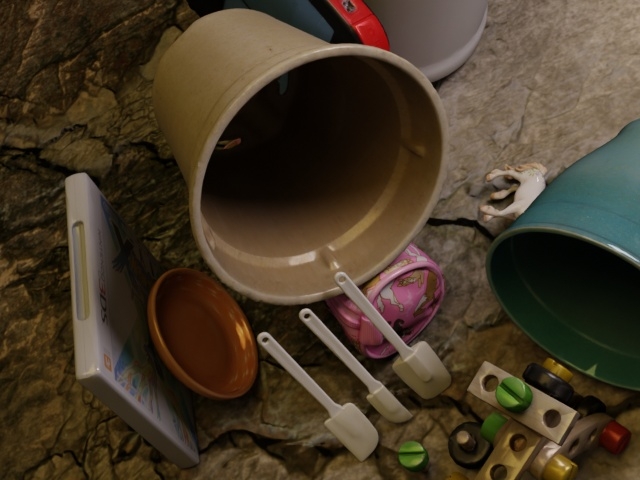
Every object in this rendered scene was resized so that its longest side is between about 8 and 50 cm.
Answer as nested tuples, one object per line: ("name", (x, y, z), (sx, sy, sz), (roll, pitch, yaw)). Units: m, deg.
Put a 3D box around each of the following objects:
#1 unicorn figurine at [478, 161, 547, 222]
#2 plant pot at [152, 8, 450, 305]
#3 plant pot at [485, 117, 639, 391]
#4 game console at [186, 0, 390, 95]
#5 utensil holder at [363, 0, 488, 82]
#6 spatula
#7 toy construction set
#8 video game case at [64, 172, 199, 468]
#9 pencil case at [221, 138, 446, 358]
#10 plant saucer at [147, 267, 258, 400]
("unicorn figurine", (0.277, -0.048, 1.463), (0.111, 0.060, 0.162), (-2, 62, 24))
("plant pot", (-0.058, -0.140, 1.352), (0.334, 0.334, 0.305), (-40, 41, -1))
("plant pot", (0.378, -0.005, 1.282), (0.272, 0.271, 0.255), (22, 60, 33))
("game console", (-0.069, -0.318, 1.538), (0.060, 0.342, 0.386), (-35, 81, -26))
("utensil holder", (0.106, -0.451, 1.508), (0.328, 0.385, 0.327), (2, 63, -3))
("spatula", (0.045, 0.155, 1.359), (0.168, 0.242, 0.019), (-39, 25, 3))
("toy construction set", (0.237, 0.276, 1.190), (0.257, 0.237, 0.309), (-32, 55, 5))
("video game case", (-0.250, 0.115, 1.447), (0.036, 0.329, 0.300), (-17, 57, 7))
("pencil case", (0.000, 0.000, 1.504), (0.167, 0.160, 0.386), (-47, 55, -5))
("plant saucer", (-0.167, 0.133, 1.489), (0.037, 0.200, 0.200), (-34, 52, 28))
